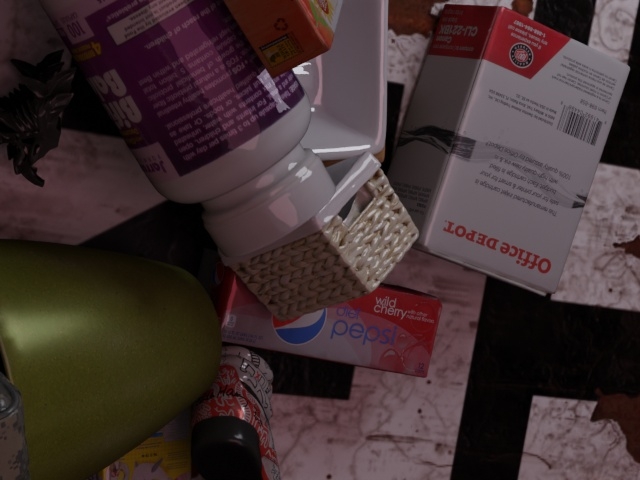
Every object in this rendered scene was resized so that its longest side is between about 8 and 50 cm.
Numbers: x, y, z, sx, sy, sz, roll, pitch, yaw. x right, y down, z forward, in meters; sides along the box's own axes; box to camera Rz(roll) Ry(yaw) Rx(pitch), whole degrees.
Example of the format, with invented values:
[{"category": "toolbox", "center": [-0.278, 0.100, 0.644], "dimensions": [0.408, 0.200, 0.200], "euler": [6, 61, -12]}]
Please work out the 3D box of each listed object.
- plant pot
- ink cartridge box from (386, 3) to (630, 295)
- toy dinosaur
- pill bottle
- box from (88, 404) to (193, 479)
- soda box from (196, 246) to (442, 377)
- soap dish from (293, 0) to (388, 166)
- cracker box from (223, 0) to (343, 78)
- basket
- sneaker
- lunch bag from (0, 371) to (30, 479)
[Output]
[{"category": "plant pot", "center": [-0.248, 0.114, 1.733], "dimensions": [0.293, 0.275, 0.274], "euler": [-11, 104, -43]}, {"category": "ink cartridge box", "center": [0.196, -0.098, 2.009], "dimensions": [0.197, 0.114, 0.272], "euler": [20, 87, -31]}, {"category": "toy dinosaur", "center": [-0.351, -0.143, 1.701], "dimensions": [0.218, 0.164, 0.322], "euler": [12, 122, -16]}, {"category": "pill bottle", "center": [-0.113, -0.141, 1.676], "dimensions": [0.169, 0.169, 0.301], "euler": [-36, 104, -20]}, {"category": "box", "center": [-0.186, 0.252, 1.892], "dimensions": [0.105, 0.043, 0.179], "euler": [-3, 97, -30]}, {"category": "soda box", "center": [-0.004, 0.078, 1.943], "dimensions": [0.263, 0.083, 0.092], "euler": [12, 92, -30]}, {"category": "soap dish", "center": [-0.045, -0.218, 1.853], "dimensions": [0.229, 0.118, 0.290], "euler": [-5, 100, -29]}, {"category": "cracker box", "center": [-0.043, -0.265, 1.654], "dimensions": [0.067, 0.232, 0.155], "euler": [-25, 112, 19]}, {"category": "basket", "center": [0.000, 0.000, 1.804], "dimensions": [0.103, 0.167, 0.113], "euler": [53, 53, -15]}, {"category": "sneaker", "center": [-0.075, 0.226, 1.918], "dimensions": [0.090, 0.145, 0.270], "euler": [-5, 139, 8]}, {"category": "lunch bag", "center": [-0.389, 0.205, 1.544], "dimensions": [0.213, 0.305, 0.256], "euler": [-25, 131, -36]}]
